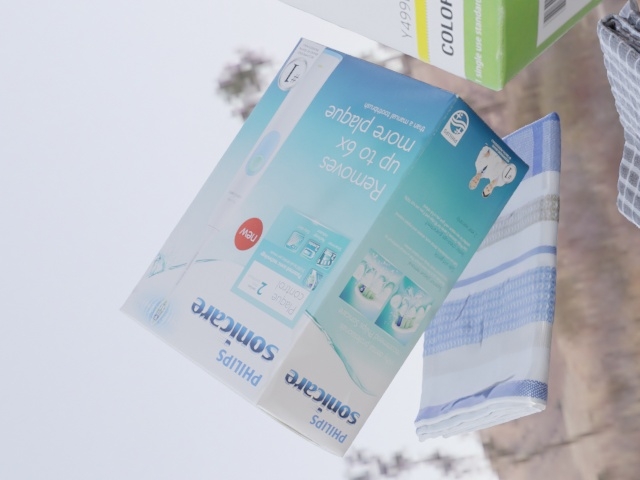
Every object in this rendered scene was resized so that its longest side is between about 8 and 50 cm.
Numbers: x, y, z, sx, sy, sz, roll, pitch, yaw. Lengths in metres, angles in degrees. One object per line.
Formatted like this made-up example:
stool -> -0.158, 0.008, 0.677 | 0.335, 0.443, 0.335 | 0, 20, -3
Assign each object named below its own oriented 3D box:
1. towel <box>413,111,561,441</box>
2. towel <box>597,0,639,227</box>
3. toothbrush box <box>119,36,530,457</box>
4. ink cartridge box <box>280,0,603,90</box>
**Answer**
towel -> 0.156, 0.040, 1.388 | 0.034, 0.209, 0.285 | 14, -110, -22
towel -> 0.349, -0.071, 1.296 | 0.235, 0.121, 0.284 | 66, 175, -35
toothbrush box -> 0.000, 0.000, 1.252 | 0.126, 0.216, 0.296 | 37, -95, -42
ink cartridge box -> -0.011, -0.190, 0.529 | 0.097, 0.255, 0.189 | -40, -38, -32
